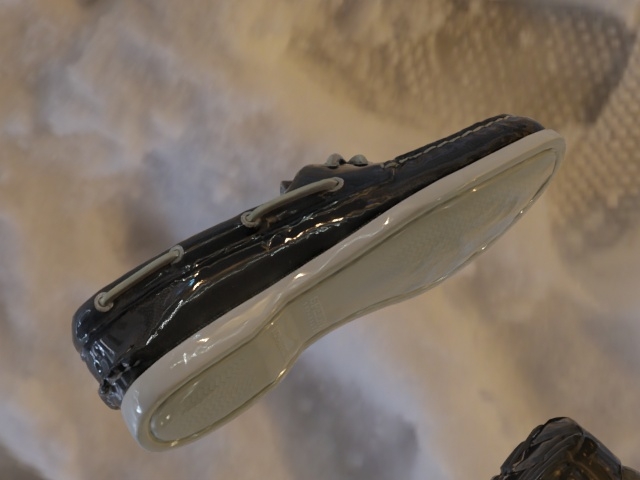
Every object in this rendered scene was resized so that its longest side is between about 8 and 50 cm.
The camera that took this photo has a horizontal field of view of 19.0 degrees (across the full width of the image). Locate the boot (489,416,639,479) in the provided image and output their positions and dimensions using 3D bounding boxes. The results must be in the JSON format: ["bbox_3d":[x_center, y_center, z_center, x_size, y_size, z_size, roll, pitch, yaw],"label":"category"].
[{"bbox_3d":[0.078,0.195,0.657,0.161,0.083,0.246,36,105,-3],"label":"boot"}]

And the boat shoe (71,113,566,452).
[{"bbox_3d":[0.000,0.000,1.082,0.302,0.091,0.114,-30,153,-17],"label":"boat shoe"}]
